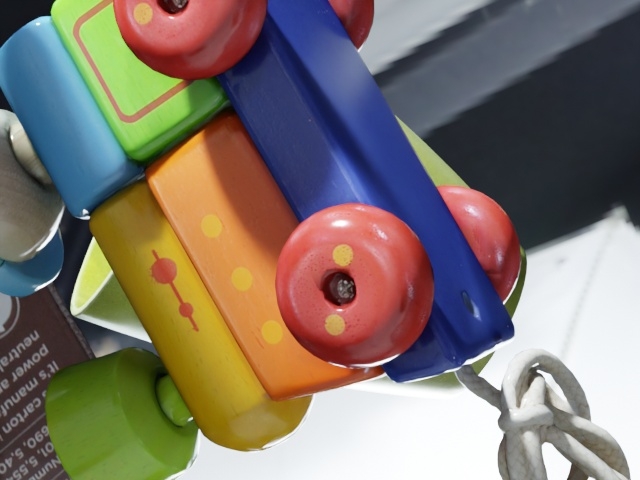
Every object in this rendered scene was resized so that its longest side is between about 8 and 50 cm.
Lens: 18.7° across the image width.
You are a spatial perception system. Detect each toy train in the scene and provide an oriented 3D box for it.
[{"bbox_3d":[-0.015,0.036,0.551,0.143,0.248,0.105,-32,-7,21],"label":"toy train"}]

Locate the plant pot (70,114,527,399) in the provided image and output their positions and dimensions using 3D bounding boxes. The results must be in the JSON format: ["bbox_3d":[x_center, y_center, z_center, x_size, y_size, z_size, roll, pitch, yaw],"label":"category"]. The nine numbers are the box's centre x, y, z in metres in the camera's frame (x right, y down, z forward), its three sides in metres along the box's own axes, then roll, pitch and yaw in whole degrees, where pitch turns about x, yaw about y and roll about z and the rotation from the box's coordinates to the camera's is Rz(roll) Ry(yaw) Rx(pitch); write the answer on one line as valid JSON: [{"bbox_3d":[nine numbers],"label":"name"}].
[{"bbox_3d":[0.000,0.000,1.503,0.293,0.275,0.275,28,-47,-12],"label":"plant pot"}]

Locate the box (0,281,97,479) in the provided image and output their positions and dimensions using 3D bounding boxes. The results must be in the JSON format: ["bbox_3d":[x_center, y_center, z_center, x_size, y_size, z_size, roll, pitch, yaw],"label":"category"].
[{"bbox_3d":[-0.138,0.164,0.838,0.143,0.191,0.381,-42,-59,-25],"label":"box"}]
